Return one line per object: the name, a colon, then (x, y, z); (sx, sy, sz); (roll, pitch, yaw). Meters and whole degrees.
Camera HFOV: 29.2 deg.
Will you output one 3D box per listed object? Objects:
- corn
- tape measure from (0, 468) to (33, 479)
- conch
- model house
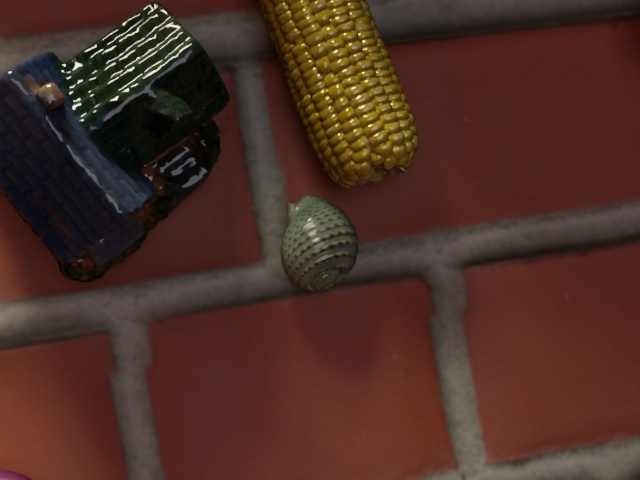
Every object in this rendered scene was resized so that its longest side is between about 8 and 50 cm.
corn: (0.008, -0.164, 1.046); (0.093, 0.093, 0.244); (-20, 85, -15)
tape measure: (-0.254, 0.241, 0.950); (0.118, 0.074, 0.125); (-34, 95, -16)
conch: (0.002, 0.001, 1.050); (0.076, 0.056, 0.085); (-8, 87, -28)
model house: (-0.165, -0.083, 0.954); (0.183, 0.172, 0.166); (-40, 94, -15)
